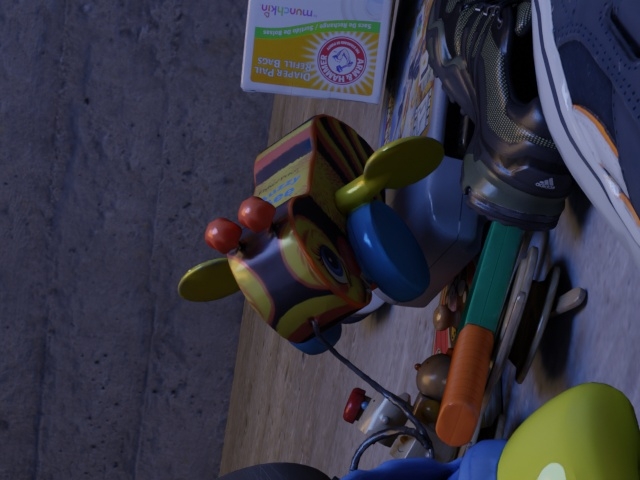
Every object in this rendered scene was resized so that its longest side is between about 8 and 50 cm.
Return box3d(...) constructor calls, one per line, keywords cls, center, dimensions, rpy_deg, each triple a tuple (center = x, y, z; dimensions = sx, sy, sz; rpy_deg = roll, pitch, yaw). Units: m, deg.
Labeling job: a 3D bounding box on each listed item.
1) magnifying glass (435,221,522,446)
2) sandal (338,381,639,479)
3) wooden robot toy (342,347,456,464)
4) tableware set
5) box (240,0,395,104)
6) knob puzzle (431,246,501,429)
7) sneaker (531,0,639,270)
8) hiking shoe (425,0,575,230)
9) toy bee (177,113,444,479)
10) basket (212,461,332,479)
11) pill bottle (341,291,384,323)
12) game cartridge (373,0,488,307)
box3d(cls="magnifying glass", center=(0.097, 0.051, 0.933), dimensions=(0.231, 0.026, 0.092), rpy_deg=(-61, -12, -62))
box3d(cls="sandal", center=(0.075, 0.152, 0.594), dimensions=(0.317, 0.138, 0.126), rpy_deg=(60, -159, -52))
box3d(cls="wooden robot toy", center=(0.065, 0.103, 1.035), dimensions=(0.079, 0.076, 0.173), rpy_deg=(-60, -1, 1))
box3d(cls="tableware set", center=(0.116, 0.096, 0.956), dimensions=(0.128, 0.039, 0.194), rpy_deg=(-63, -10, -66))
box3d(cls="box", center=(0.006, -0.218, 1.213), dimensions=(0.103, 0.114, 0.203), rpy_deg=(-78, -5, -72))
box3d(cls="knob puzzle", center=(0.095, 0.087, 1.152), dimensions=(0.213, 0.030, 0.213), rpy_deg=(-174, 90, -83))
box3d(cls="sneaker", center=(0.152, -0.020, 0.478), dimensions=(0.127, 0.126, 0.321), rpy_deg=(100, 162, -59))
box3d(cls="hiking shoe", center=(0.128, -0.115, 0.944), dimensions=(0.227, 0.086, 0.114), rpy_deg=(-99, 29, -42))
box3d(cls="toy bee", center=(0.000, 0.000, 0.987), dimensions=(0.195, 0.162, 0.298), rpy_deg=(-44, 35, 3))
box3d(cls="basket", center=(-0.006, 0.255, 0.904), dimensions=(0.227, 0.204, 0.154), rpy_deg=(-117, 30, -43))
box3d(cls="pill bottle", center=(0.029, 0.047, 1.530), dimensions=(0.120, 0.067, 0.067), rpy_deg=(130, 145, -76))
box3d(cls="game cartridge", center=(0.089, -0.109, 1.168), dimensions=(0.198, 0.062, 0.297), rpy_deg=(132, 148, -66))
